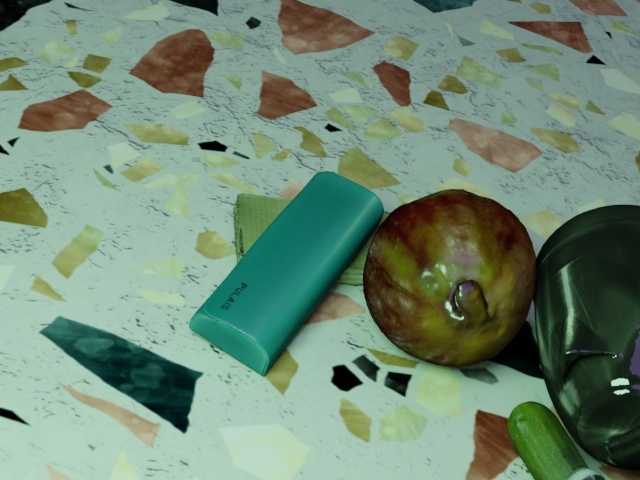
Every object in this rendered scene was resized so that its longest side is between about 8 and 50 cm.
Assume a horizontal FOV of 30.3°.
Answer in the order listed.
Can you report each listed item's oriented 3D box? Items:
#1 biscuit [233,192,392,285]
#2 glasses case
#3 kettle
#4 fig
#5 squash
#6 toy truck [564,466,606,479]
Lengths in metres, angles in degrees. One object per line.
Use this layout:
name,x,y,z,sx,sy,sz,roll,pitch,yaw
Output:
biscuit,0.000,0.000,1.645,0.250,0.046,0.147,5,38,-14
glasses case,-0.036,0.029,1.520,0.117,0.070,0.301,31,53,9
kettle,0.404,0.165,1.469,0.321,0.228,0.324,43,32,-20
fig,0.165,0.050,1.514,0.224,0.224,0.263,19,41,4
squash,0.286,0.278,1.378,0.066,0.066,0.229,-6,43,-26
toy truck,0.365,0.332,1.245,0.272,0.157,0.124,5,16,-26
